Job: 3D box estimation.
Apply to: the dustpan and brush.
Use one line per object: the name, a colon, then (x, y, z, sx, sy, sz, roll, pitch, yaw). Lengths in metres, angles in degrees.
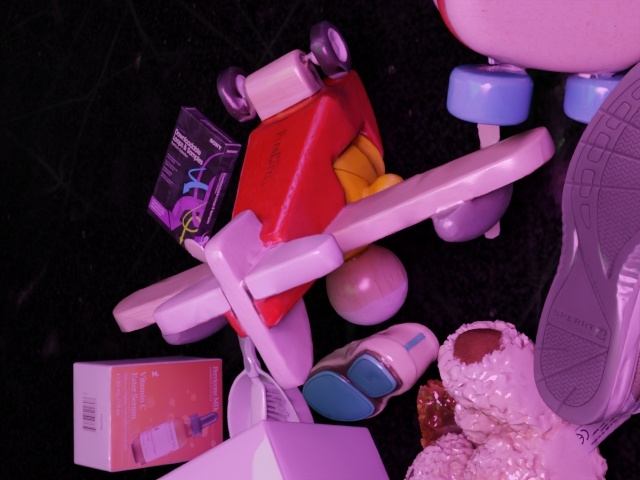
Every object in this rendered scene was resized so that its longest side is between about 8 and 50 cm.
dustpan and brush: (-0.071, 0.181, 1.333, 0.147, 0.060, 0.211, -8, 84, 47)

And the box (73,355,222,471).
box: (-0.217, 0.215, 1.411, 0.091, 0.170, 0.130, -3, 87, 48)

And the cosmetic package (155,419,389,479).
cosmetic package: (-0.064, 0.297, 1.164, 0.224, 0.224, 0.138, -31, 66, 21)

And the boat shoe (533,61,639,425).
boat shoe: (0.270, 0.000, 0.921, 0.118, 0.103, 0.320, 26, 109, 50)

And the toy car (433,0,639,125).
toy car: (0.186, -0.238, 1.008, 0.238, 0.210, 0.219, -122, 33, -66)

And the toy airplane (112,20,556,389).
toy airplane: (0.000, 0.000, 1.092, 0.384, 0.272, 0.386, -47, 33, -12)

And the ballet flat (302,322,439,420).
ballet flat: (0.055, 0.136, 1.179, 0.248, 0.086, 0.086, 143, 118, -65)

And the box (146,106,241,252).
box: (-0.169, -0.080, 1.465, 0.116, 0.029, 0.162, 40, 116, 40)

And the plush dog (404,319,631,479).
plush dog: (0.155, 0.234, 1.038, 0.225, 0.210, 0.262, -33, 36, 57)
